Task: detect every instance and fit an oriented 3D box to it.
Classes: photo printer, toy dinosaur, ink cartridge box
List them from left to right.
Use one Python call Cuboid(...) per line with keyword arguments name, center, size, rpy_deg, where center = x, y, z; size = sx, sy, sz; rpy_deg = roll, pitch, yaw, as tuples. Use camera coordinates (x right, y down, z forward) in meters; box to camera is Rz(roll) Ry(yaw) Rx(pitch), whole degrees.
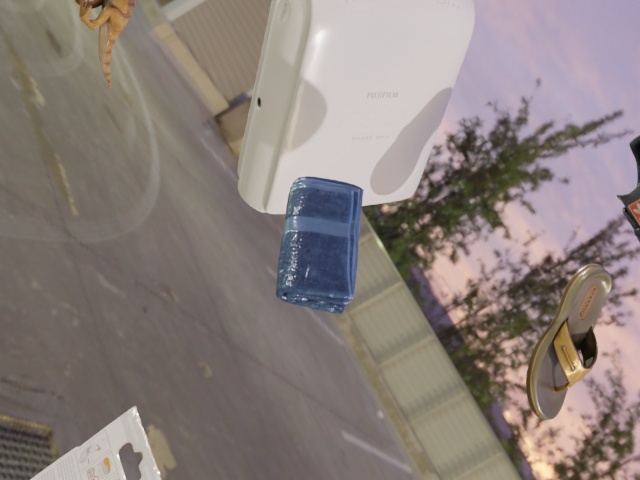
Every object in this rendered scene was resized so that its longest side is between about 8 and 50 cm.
Cuboid(name="ink cartridge box", center=(-0.256, 0.297, 0.807), size=(0.056, 0.224, 0.181), rpy_deg=(61, -10, -30))
Cuboid(name="toy dinosaur", center=(-0.294, -0.312, 1.099), size=(0.064, 0.212, 0.112), rpy_deg=(37, 20, 35))
Cuboid(name="photo printer", center=(0.044, -0.187, 0.943), size=(0.107, 0.255, 0.308), rpy_deg=(50, -45, 40))

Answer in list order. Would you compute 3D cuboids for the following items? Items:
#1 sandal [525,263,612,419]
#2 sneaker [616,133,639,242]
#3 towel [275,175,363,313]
Cuboid(name="sandal", center=(0.275, 0.114, 0.844), size=(0.072, 0.180, 0.049), rpy_deg=(19, 7, -38))
Cuboid(name="sneaker", center=(0.485, -0.005, 1.082), size=(0.148, 0.131, 0.350), rpy_deg=(24, 53, -21))
Cuboid(name="towel", center=(0.000, 0.000, 0.670), size=(0.029, 0.067, 0.120), rpy_deg=(112, -13, -60))
